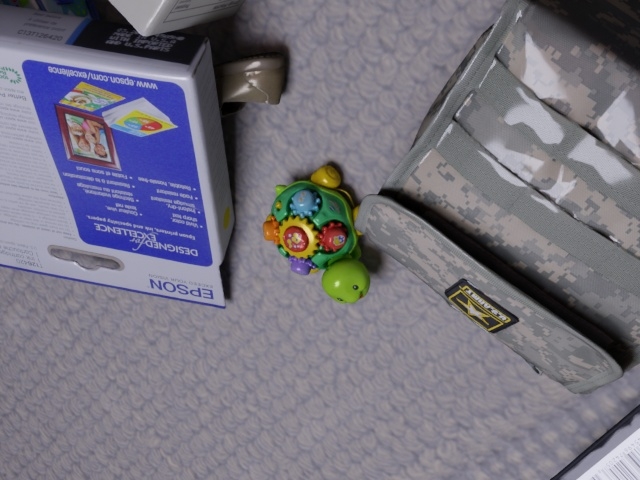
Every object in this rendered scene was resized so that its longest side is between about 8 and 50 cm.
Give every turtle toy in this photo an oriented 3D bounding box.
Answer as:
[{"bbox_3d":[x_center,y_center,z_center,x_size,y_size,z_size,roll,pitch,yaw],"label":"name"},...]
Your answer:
[{"bbox_3d":[0.000,0.000,0.816,0.130,0.066,0.095,49,124,0],"label":"turtle toy"}]

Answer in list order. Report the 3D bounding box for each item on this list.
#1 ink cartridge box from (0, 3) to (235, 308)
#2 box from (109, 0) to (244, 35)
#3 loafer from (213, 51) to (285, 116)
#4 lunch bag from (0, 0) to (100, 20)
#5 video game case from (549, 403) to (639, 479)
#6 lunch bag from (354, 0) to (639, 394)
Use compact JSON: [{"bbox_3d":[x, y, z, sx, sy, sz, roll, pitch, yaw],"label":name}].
[{"bbox_3d":[-0.237,-0.076,0.849,0.304,0.072,0.307,10,141,9],"label":"ink cartridge box"},{"bbox_3d":[-0.059,-0.312,0.664,0.121,0.148,0.311,47,123,3],"label":"box"},{"bbox_3d":[-0.099,-0.137,0.812,0.148,0.056,0.050,-5,103,29],"label":"loafer"},{"bbox_3d":[-0.322,-0.252,0.856,0.176,0.090,0.218,-24,99,34],"label":"lunch bag"},{"bbox_3d":[0.355,0.208,0.685,0.248,0.035,0.275,50,117,20],"label":"video game case"},{"bbox_3d":[0.174,-0.026,0.661,0.235,0.169,0.287,37,131,4],"label":"lunch bag"}]
